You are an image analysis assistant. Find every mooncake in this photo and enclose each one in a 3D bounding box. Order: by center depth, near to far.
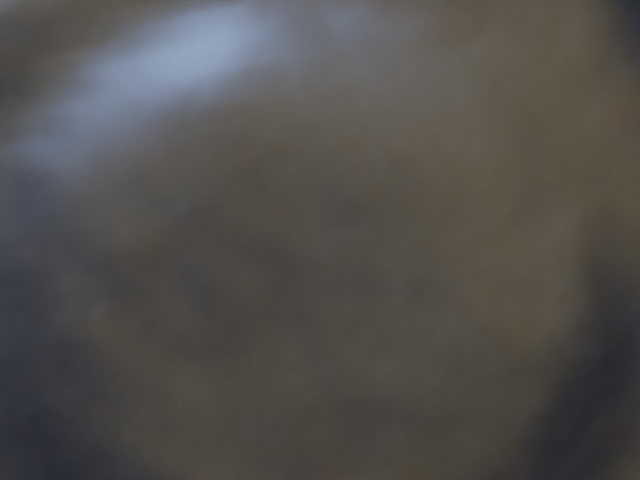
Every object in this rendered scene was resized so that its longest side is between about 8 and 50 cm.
[{"bbox_3d":[0.000,0.000,0.600,0.306,0.154,0.306,1,108,4],"label":"mooncake"}]
